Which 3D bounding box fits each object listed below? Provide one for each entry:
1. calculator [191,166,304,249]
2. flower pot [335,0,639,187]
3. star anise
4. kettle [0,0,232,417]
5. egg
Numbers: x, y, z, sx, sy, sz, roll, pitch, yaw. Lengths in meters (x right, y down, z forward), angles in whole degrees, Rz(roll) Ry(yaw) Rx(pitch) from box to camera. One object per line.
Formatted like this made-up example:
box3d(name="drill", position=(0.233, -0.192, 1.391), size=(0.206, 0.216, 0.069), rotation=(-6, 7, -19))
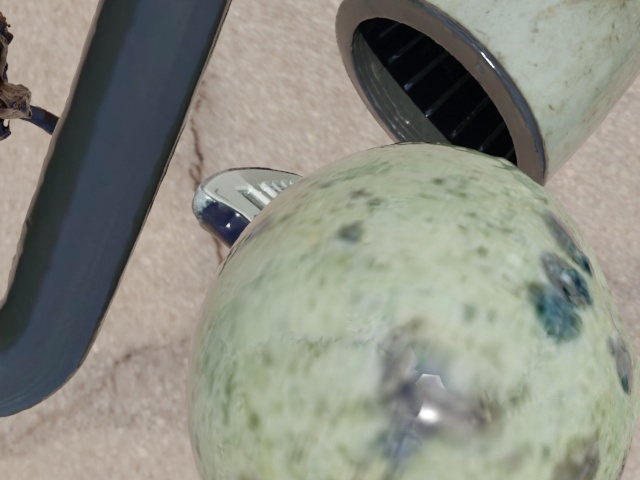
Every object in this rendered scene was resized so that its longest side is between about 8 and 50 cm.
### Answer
box3d(name="calculator", position=(0.000, 0.000, 1.019), size=(0.177, 0.268, 0.040), rotation=(41, 110, 13))
box3d(name="flower pot", position=(0.228, -0.242, 1.383), size=(0.330, 0.293, 0.294), rotation=(-42, 113, -20))
box3d(name="star anise", position=(-0.263, -0.130, 1.133), size=(0.144, 0.158, 0.140), rotation=(-4, 133, -33))
box3d(name="kettle", position=(-0.186, -0.046, 0.312), size=(0.262, 0.203, 0.308), rotation=(32, 115, 7))
box3d(name="egg", position=(0.031, 0.039, 0.408), size=(0.141, 0.182, 0.141), rotation=(5, 121, 8))
